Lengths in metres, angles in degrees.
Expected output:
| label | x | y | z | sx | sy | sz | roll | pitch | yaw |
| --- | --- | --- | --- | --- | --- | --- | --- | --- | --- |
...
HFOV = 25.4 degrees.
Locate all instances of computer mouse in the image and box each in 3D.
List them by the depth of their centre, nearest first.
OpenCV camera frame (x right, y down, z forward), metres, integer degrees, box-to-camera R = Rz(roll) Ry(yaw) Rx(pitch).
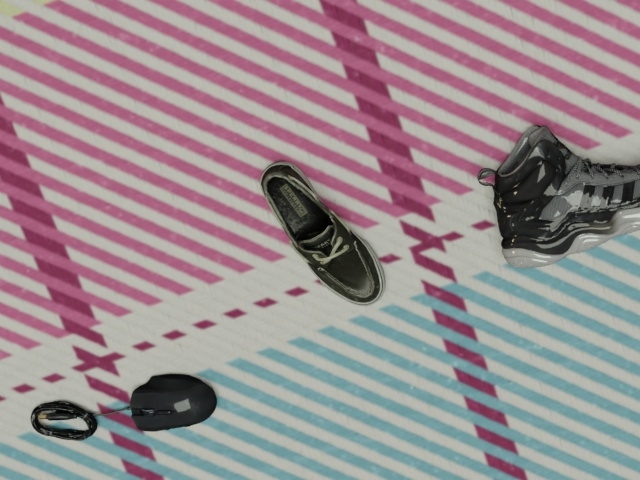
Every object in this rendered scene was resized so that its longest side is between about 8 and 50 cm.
| label | x | y | z | sx | sy | sz | roll | pitch | yaw |
| --- | --- | --- | --- | --- | --- | --- | --- | --- | --- |
| computer mouse | -0.253 | 0.220 | 1.820 | 0.242 | 0.041 | 0.071 | -10 | 105 | 3 |

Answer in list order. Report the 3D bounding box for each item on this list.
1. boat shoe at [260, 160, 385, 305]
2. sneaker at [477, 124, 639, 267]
| label | x | y | z | sx | sy | sz | roll | pitch | yaw |
| --- | --- | --- | --- | --- | --- | --- | --- | --- | --- |
| boat shoe | 0.000 | 0.000 | 1.751 | 0.078 | 0.070 | 0.219 | -39 | 101 | 9 |
| sneaker | 0.325 | -0.079 | 1.716 | 0.268 | 0.101 | 0.153 | -24 | 106 | 8 |
